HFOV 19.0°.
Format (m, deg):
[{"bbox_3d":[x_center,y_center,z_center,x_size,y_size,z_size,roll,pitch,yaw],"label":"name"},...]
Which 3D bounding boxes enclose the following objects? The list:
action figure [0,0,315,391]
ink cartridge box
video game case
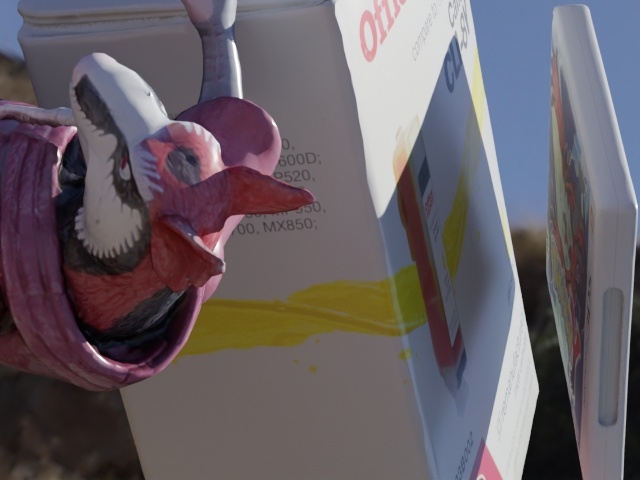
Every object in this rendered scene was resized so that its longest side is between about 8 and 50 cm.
[{"bbox_3d":[-0.151,-0.002,0.738,0.248,0.275,0.370,5,6,-40],"label":"action figure"},{"bbox_3d":[0.000,0.000,1.024,0.160,0.279,0.384,-4,-62,17],"label":"ink cartridge box"},{"bbox_3d":[0.141,0.001,1.021,0.023,0.201,0.183,-2,-55,2],"label":"video game case"}]
